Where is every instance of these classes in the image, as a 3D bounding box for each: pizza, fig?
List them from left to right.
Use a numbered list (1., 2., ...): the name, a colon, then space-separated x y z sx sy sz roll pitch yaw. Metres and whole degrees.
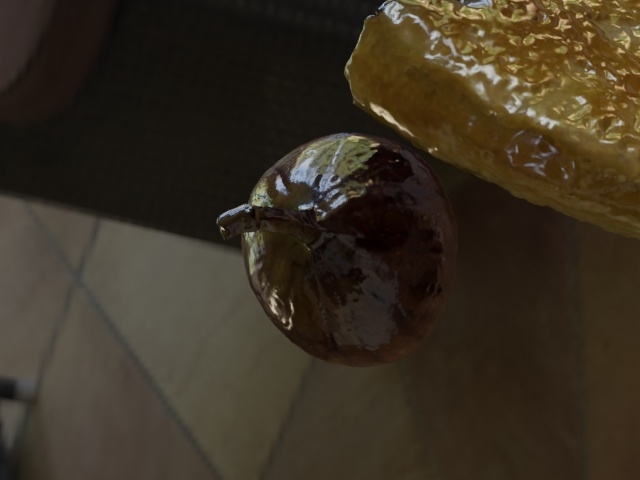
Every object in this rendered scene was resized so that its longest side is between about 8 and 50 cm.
1. fig: 0.019 -0.008 1.303 0.202 0.148 0.149 88 -171 -57
2. pizza: 0.206 -0.079 1.118 0.277 0.409 0.114 -106 32 -48
